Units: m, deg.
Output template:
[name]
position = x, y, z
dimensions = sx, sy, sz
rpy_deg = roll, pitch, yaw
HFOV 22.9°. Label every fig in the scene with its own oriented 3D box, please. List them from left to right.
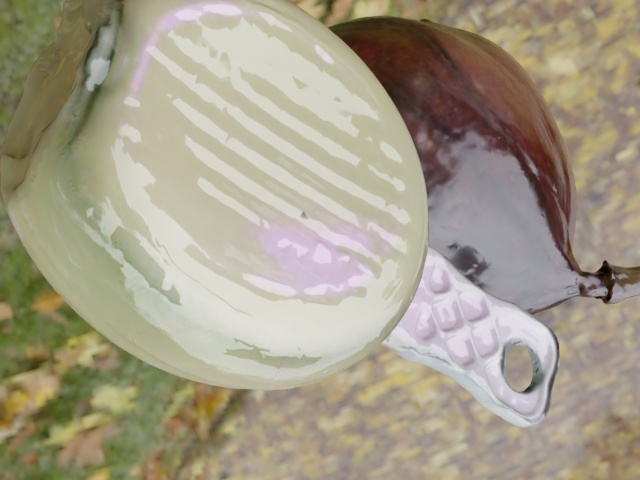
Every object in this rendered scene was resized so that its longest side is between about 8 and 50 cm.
[fig]
position = 0.076, -0.010, 0.878
dimensions = 0.186, 0.249, 0.204
rpy_deg = -51, 158, 3

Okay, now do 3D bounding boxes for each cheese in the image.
[cheese]
position = 0.000, 0.000, 0.546
dimensions = 0.227, 0.137, 0.064
rpy_deg = 32, 150, -24
